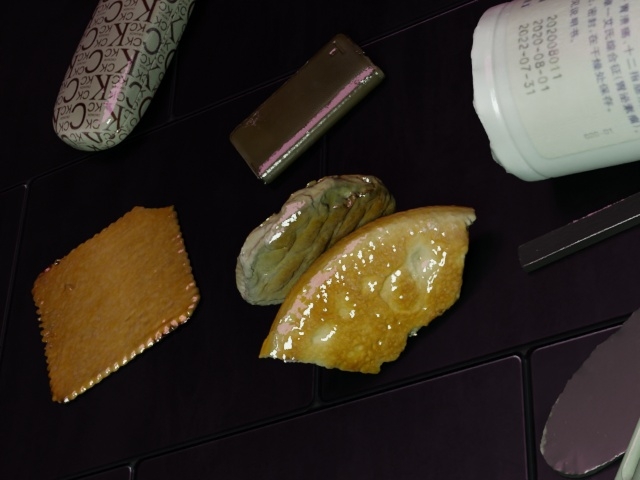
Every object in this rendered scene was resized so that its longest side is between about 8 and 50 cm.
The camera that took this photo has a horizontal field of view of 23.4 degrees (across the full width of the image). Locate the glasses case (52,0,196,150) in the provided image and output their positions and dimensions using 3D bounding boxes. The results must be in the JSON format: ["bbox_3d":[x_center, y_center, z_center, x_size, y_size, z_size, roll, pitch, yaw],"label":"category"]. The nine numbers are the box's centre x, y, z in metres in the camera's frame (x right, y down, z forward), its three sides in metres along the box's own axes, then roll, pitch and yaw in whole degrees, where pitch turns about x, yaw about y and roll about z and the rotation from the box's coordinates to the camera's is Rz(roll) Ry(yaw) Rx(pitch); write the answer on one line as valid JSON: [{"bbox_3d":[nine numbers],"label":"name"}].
[{"bbox_3d":[-0.263,-0.282,2.141,0.137,0.085,0.355,3,62,41],"label":"glasses case"}]

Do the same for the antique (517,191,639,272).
[{"bbox_3d":[0.289,-0.018,1.567,0.192,0.015,0.031,-25,47,22],"label":"antique"}]

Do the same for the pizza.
[{"bbox_3d":[0.057,0.054,1.627,0.271,0.134,0.056,-45,15,1],"label":"pizza"}]

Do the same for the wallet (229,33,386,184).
[{"bbox_3d":[-0.018,-0.163,1.902,0.198,0.031,0.110,-43,43,5],"label":"wallet"}]

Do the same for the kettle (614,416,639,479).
[{"bbox_3d":[0.325,0.167,1.347,0.126,0.098,0.148,19,77,33],"label":"kettle"}]

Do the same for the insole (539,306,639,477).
[{"bbox_3d":[0.318,0.097,1.464,0.110,0.012,0.309,29,81,44],"label":"insole"}]

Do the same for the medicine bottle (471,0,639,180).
[{"bbox_3d":[0.333,-0.179,1.519,0.332,0.190,0.190,-11,54,33],"label":"medicine bottle"}]

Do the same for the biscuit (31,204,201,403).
[{"bbox_3d":[-0.261,0.068,1.944,0.237,0.013,0.232,-34,45,14],"label":"biscuit"}]

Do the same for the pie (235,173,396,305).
[{"bbox_3d":[0.000,0.000,1.653,0.195,0.195,0.046,-41,61,7],"label":"pie"}]
